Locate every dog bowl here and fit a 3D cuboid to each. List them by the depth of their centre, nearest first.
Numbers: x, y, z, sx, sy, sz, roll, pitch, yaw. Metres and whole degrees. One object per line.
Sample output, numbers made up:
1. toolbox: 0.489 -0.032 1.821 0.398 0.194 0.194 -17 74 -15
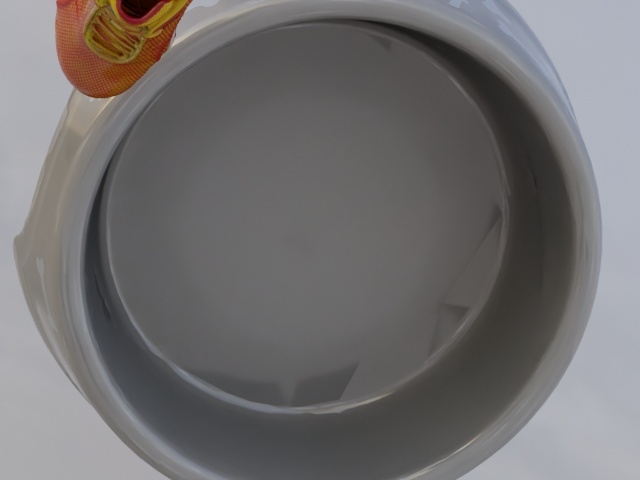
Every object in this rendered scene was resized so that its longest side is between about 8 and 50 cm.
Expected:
1. dog bowl: 0.000 0.000 0.984 0.349 0.348 0.102 36 8 -19

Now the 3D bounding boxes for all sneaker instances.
1. sneaker: -0.090 -0.114 0.794 0.064 0.067 0.175 29 -36 -7
